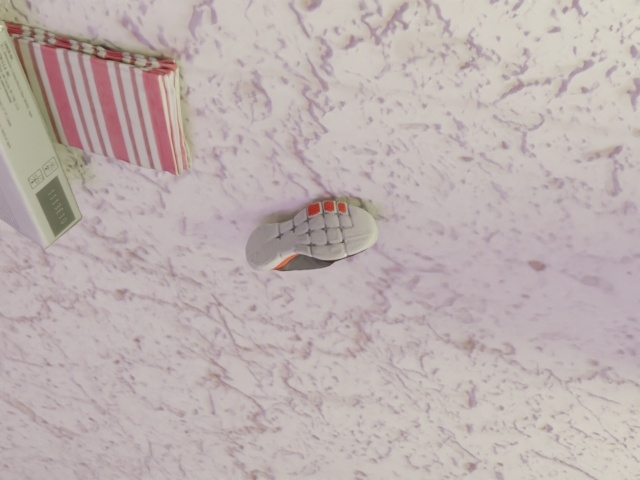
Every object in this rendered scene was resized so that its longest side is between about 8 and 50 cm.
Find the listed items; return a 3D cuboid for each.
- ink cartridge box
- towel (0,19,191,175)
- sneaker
[{"bbox_3d":[-0.371,-0.142,1.166,0.239,0.060,0.275,31,151,28],"label":"ink cartridge box"},{"bbox_3d":[-0.221,-0.137,1.119,0.197,0.029,0.144,16,144,13],"label":"towel"},{"bbox_3d":[0.000,0.000,1.173,0.158,0.061,0.065,-9,162,37],"label":"sneaker"}]
